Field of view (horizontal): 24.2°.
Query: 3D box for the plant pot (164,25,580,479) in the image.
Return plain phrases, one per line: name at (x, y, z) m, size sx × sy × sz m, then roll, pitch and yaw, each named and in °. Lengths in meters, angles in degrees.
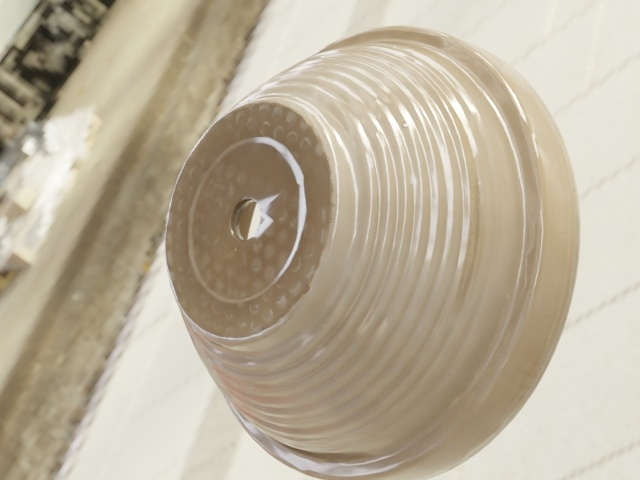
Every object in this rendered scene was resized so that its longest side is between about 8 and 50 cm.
plant pot at (0.000, 0.000, 0.739) m, size 0.237 × 0.109 × 0.237 m, roll -13°, pitch 71°, yaw 43°
